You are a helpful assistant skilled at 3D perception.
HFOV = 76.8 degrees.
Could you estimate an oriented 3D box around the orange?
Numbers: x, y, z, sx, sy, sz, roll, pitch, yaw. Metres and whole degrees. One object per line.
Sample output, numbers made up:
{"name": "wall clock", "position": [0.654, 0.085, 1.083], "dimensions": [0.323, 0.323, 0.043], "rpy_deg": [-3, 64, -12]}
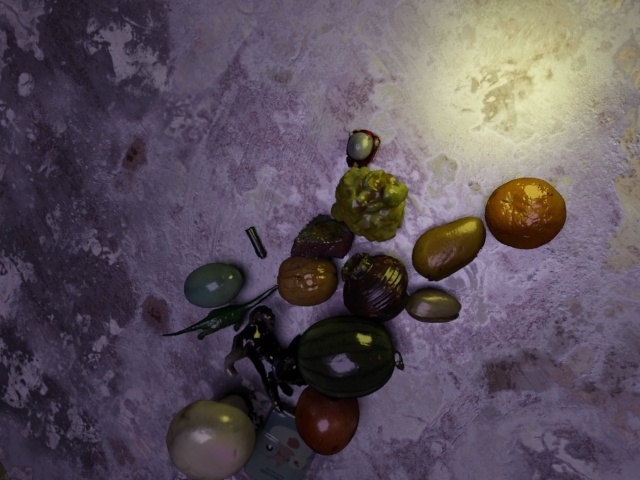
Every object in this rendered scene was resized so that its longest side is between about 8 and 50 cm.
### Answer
{"name": "orange", "position": [0.613, -0.081, 1.215], "dimensions": [0.219, 0.193, 0.219], "rpy_deg": [3, 94, 60]}

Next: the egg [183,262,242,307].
{"name": "egg", "position": [-0.410, 0.171, 1.545], "dimensions": [0.236, 0.169, 0.169], "rpy_deg": [-18, 92, 19]}

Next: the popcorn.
{"name": "popcorn", "position": [0.154, -0.129, 1.326], "dimensions": [0.250, 0.235, 0.241], "rpy_deg": [26, 122, 23]}

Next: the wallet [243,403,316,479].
{"name": "wallet", "position": [-0.151, 0.828, 1.606], "dimensions": [0.252, 0.083, 0.360], "rpy_deg": [27, 103, 6]}

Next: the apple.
{"name": "apple", "position": [0.024, 0.635, 1.439], "dimensions": [0.253, 0.253, 0.253], "rpy_deg": [2, 97, 15]}

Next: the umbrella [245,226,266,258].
{"name": "umbrella", "position": [-0.249, 0.011, 1.554], "dimensions": [0.036, 0.031, 0.133], "rpy_deg": [-26, 90, 43]}

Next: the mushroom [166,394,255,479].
{"name": "mushroom", "position": [-0.381, 0.736, 1.488], "dimensions": [0.315, 0.356, 0.315], "rpy_deg": [-12, 60, 21]}

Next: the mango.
{"name": "mango", "position": [0.420, 0.025, 1.320], "dimensions": [0.262, 0.130, 0.167], "rpy_deg": [-30, 83, 11]}

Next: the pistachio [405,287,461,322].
{"name": "pistachio", "position": [0.376, 0.223, 1.358], "dimensions": [0.185, 0.124, 0.124], "rpy_deg": [6, 99, 12]}

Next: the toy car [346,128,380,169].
{"name": "toy car", "position": [0.133, -0.309, 1.364], "dimensions": [0.112, 0.112, 0.139], "rpy_deg": [20, 101, 12]}

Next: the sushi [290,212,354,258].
{"name": "sushi", "position": [0.018, 0.007, 1.378], "dimensions": [0.161, 0.241, 0.107], "rpy_deg": [24, 123, 16]}

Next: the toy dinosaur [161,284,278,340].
{"name": "toy dinosaur", "position": [-0.336, 0.265, 1.496], "dimensions": [0.301, 0.447, 0.087], "rpy_deg": [-48, 62, 45]}

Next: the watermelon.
{"name": "watermelon", "position": [0.099, 0.393, 1.377], "dimensions": [0.359, 0.279, 0.279], "rpy_deg": [-7, 95, 9]}

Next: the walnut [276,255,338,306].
{"name": "walnut", "position": [-0.048, 0.136, 1.437], "dimensions": [0.226, 0.193, 0.193], "rpy_deg": [-1, 97, 18]}

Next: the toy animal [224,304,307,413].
{"name": "toy animal", "position": [-0.175, 0.425, 1.502], "dimensions": [0.344, 0.194, 0.302], "rpy_deg": [33, 110, 4]}

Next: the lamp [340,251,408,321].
{"name": "lamp", "position": [0.176, 0.148, 1.350], "dimensions": [0.247, 0.247, 0.247], "rpy_deg": [2, 97, 15]}
